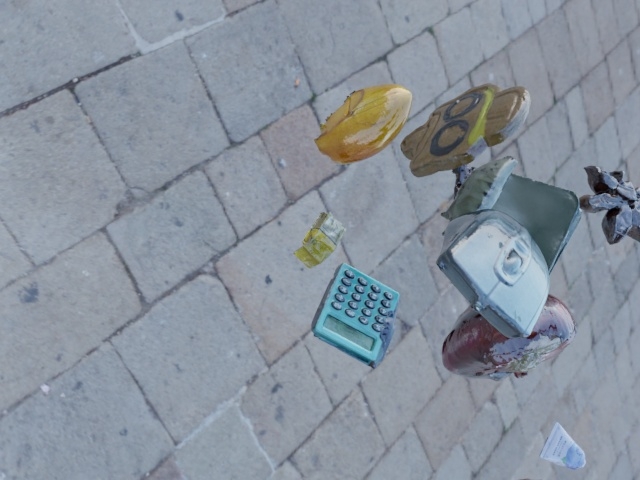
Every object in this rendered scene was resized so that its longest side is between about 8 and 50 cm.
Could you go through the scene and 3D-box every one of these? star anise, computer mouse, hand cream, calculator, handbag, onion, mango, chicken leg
[{"bbox_3d":[0.778,-0.094,1.529,0.220,0.099,0.214,14,66,-10],"label":"star anise"},{"bbox_3d":[0.296,0.033,0.974,0.188,0.122,0.371,45,25,3],"label":"computer mouse"},{"bbox_3d":[0.543,0.469,1.296,0.142,0.053,0.084,38,76,-31],"label":"hand cream"},{"bbox_3d":[0.122,0.227,1.832,0.248,0.058,0.274,30,65,-10],"label":"calculator"},{"bbox_3d":[0.499,-0.030,1.482,0.260,0.247,0.079,-61,152,-8],"label":"handbag"},{"bbox_3d":[0.364,0.175,1.174,0.272,0.272,0.195,9,57,-41],"label":"onion"},{"bbox_3d":[0.111,-0.281,1.396,0.126,0.252,0.154,36,29,-46],"label":"mango"},{"bbox_3d":[0.393,-0.175,1.644,0.106,0.051,0.253,-22,101,-41],"label":"chicken leg"}]

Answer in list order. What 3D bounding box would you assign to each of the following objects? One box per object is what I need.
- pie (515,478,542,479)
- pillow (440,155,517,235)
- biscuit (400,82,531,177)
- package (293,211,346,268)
[{"bbox_3d":[0.367,0.520,1.123,0.218,0.204,0.054,4,70,-68],"label":"pie"},{"bbox_3d":[0.320,-0.088,1.227,0.241,0.093,0.051,-56,141,-8],"label":"pillow"},{"bbox_3d":[0.261,-0.219,1.113,0.041,0.290,0.208,44,56,-27],"label":"biscuit"},{"bbox_3d":[0.000,0.000,1.392,0.071,0.047,0.131,49,63,-29],"label":"package"}]
